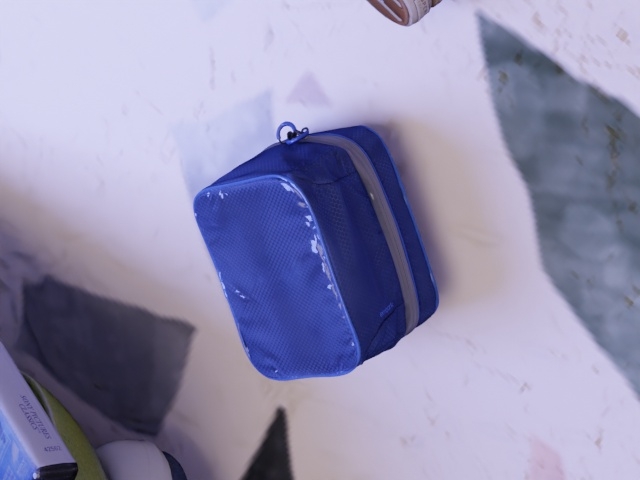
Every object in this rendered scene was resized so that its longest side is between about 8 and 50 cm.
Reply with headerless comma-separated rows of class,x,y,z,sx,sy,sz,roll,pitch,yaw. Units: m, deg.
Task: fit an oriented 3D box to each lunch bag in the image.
lunch bag,0.000,0.000,0.647,0.067,0.065,0.098,-6,108,43

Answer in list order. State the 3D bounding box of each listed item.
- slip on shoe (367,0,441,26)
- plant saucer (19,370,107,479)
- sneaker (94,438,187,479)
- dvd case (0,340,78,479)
slip on shoe,0.000,-0.139,0.610,0.041,0.051,0.135,-44,76,-9
plant saucer,-0.139,0.179,0.720,0.037,0.241,0.241,11,122,-26
sneaker,-0.052,0.265,0.751,0.131,0.148,0.350,-178,88,-65
dvd case,-0.199,0.077,0.726,0.253,0.022,0.180,50,127,34
